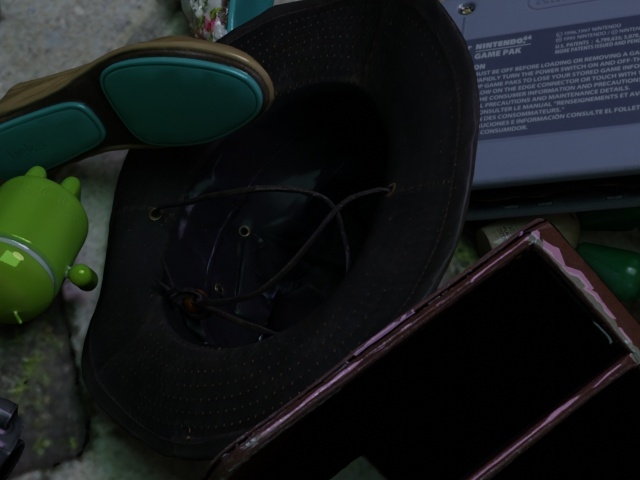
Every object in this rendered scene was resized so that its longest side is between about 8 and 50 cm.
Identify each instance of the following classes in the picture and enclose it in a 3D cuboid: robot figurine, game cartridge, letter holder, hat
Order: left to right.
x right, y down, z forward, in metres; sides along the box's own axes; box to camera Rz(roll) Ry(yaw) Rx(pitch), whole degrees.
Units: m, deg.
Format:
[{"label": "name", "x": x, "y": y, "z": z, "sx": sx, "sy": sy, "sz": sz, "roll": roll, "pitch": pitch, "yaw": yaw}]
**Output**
[{"label": "robot figurine", "x": -0.191, "y": 0.005, "z": 0.790, "sx": 0.101, "sy": 0.067, "sz": 0.115, "roll": 18, "pitch": 46, "yaw": 0}, {"label": "hat", "x": 0.000, "y": 0.000, "z": 0.785, "sx": 0.134, "sy": 0.331, "sz": 0.331, "roll": 35, "pitch": 50, "yaw": -39}, {"label": "letter holder", "x": 0.037, "y": 0.161, "z": 0.634, "sx": 0.214, "sy": 0.302, "sz": 0.152, "roll": -31, "pitch": 74, "yaw": -27}, {"label": "game cartridge", "x": 0.188, "y": -0.113, "z": 0.887, "sx": 0.297, "sy": 0.062, "sz": 0.198, "roll": -4, "pitch": 52, "yaw": 25}]

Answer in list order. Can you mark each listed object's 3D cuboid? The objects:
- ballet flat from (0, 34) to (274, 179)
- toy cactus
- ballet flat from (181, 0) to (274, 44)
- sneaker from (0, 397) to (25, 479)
[{"label": "ballet flat", "x": -0.130, "y": -0.099, "z": 0.808, "sx": 0.232, "sy": 0.080, "sz": 0.073, "roll": -10, "pitch": 39, "yaw": 25}, {"label": "toy cactus", "x": 0.207, "y": -0.017, "z": 0.907, "sx": 0.180, "sy": 0.112, "sz": 0.219, "roll": -17, "pitch": 76, "yaw": -12}, {"label": "ballet flat", "x": -0.070, "y": -0.216, "z": 0.956, "sx": 0.077, "sy": 0.091, "sz": 0.241, "roll": -1, "pitch": 53, "yaw": 19}, {"label": "sneaker", "x": -0.249, "y": 0.075, "z": 0.728, "sx": 0.146, "sy": 0.104, "sz": 0.296, "roll": 2, "pitch": 67, "yaw": -16}]
